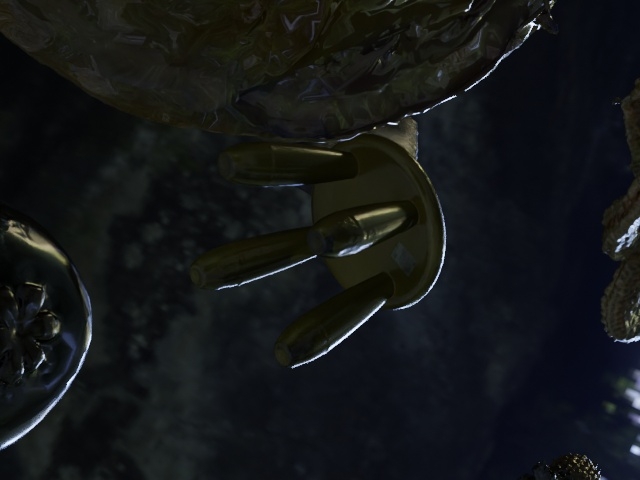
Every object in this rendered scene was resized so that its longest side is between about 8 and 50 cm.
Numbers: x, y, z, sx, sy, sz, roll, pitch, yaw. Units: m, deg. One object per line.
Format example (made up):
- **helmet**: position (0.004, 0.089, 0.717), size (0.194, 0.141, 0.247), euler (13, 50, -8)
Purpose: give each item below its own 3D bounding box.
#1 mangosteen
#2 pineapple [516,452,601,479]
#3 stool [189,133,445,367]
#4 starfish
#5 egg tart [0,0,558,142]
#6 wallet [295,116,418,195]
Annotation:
- **mangosteen**: position (-0.306, 0.067, 1.393), size (0.243, 0.243, 0.243), euler (-10, -71, -31)
- **pineapple**: position (0.226, 0.230, 1.761), size (0.124, 0.058, 0.058), euler (18, -87, -56)
- **stool**: position (0.000, 0.000, 1.083), size (0.110, 0.135, 0.134), euler (-15, -90, -42)
- **starfish**: position (0.187, -0.018, 1.009), size (0.150, 0.053, 0.209), euler (-58, -23, 1)
- **egg tart**: position (-0.007, -0.210, 0.680), size (0.352, 0.150, 0.352), euler (0, -91, -25)
- **wallet**: position (0.029, -0.083, 1.591), size (0.124, 0.244, 0.025), euler (29, -64, -12)
